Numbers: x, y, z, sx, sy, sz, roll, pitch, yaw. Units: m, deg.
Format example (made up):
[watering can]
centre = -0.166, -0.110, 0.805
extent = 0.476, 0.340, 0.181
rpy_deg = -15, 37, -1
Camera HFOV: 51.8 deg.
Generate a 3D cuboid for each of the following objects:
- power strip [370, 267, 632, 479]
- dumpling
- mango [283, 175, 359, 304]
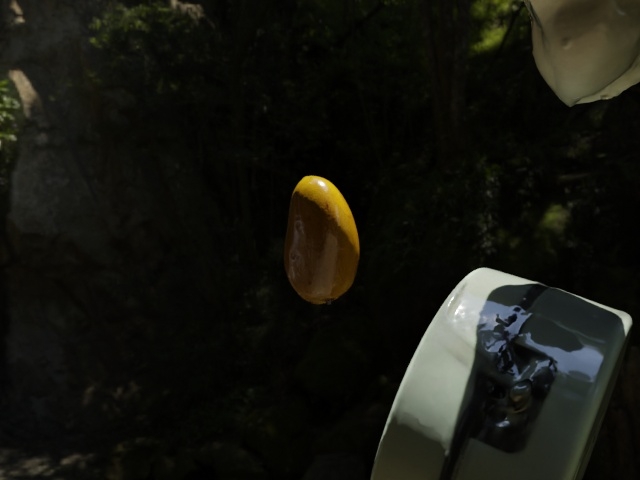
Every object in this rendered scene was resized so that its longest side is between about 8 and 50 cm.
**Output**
[power strip]
centre = 0.185, 0.198, 0.673
extent = 0.161, 0.357, 0.357
rpy_deg = 20, -2, 27
[dumpling]
centre = 0.260, -0.198, 0.611
extent = 0.127, 0.108, 0.188
rpy_deg = -20, -38, 19
[mango]
centre = 0.000, 0.000, 0.578
extent = 0.060, 0.114, 0.080
rpy_deg = -6, 12, -22
